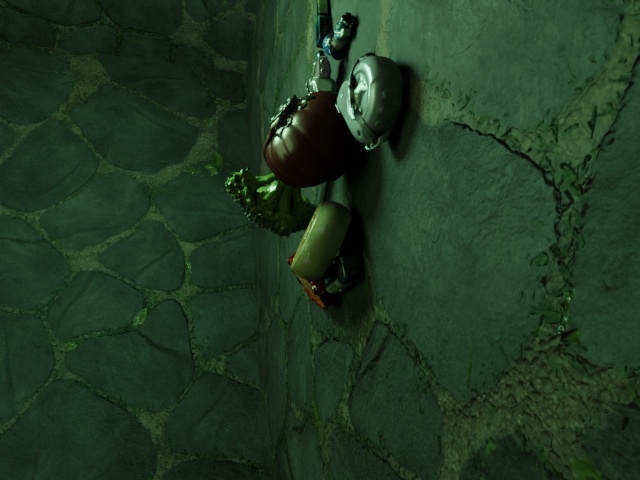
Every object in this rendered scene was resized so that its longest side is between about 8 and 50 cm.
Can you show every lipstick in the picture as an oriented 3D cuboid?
[{"bbox_3d":[0.009,-0.842,1.746,0.051,0.051,0.313,130,140,-68],"label":"lipstick"}]

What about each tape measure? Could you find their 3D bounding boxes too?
[{"bbox_3d":[0.126,-0.351,1.183,0.197,0.120,0.236,111,151,-44],"label":"tape measure"}]

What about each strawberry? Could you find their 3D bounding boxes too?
[{"bbox_3d":[-0.005,0.124,1.599,0.236,0.111,0.190,44,161,48],"label":"strawberry"}]

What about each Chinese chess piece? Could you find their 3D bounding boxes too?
[{"bbox_3d":[0.000,0.000,1.439,0.251,0.097,0.251,-63,5,10],"label":"Chinese chess piece"}]

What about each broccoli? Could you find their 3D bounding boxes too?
[{"bbox_3d":[-0.093,-0.185,1.727,0.275,0.397,0.353,50,175,10],"label":"broccoli"}]

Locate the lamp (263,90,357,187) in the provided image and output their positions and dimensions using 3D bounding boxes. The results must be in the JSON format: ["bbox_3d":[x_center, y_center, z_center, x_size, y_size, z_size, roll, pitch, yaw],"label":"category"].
[{"bbox_3d":[-0.026,-0.295,1.418,0.303,0.257,0.303,-39,23,20],"label":"lamp"}]

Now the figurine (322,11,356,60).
[{"bbox_3d":[0.058,-0.642,1.519,0.086,0.087,0.149,-54,-2,-32],"label":"figurine"}]

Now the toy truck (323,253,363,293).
[{"bbox_3d":[0.061,0.103,1.426,0.202,0.074,0.088,131,133,-65],"label":"toy truck"}]

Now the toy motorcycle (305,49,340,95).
[{"bbox_3d":[0.017,-0.484,1.590,0.204,0.108,0.239,-106,-4,-54],"label":"toy motorcycle"}]
